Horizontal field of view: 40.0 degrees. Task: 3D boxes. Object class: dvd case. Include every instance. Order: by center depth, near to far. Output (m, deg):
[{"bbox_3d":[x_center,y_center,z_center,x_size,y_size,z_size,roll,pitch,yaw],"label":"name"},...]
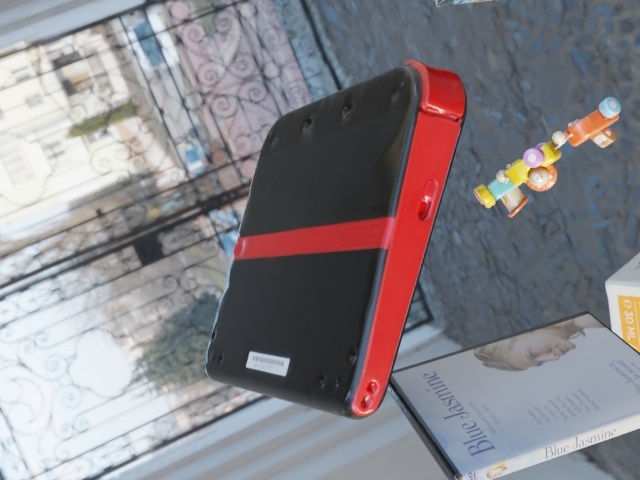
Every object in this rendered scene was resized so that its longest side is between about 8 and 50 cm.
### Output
[{"bbox_3d":[0.213,0.153,0.895,0.180,0.253,0.022,-127,25,-60],"label":"dvd case"}]

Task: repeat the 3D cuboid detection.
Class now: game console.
[{"bbox_3d":[0.000,0.000,0.930,0.387,0.060,0.341,-7,68,64],"label":"game console"}]

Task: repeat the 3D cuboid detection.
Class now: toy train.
[{"bbox_3d":[0.231,-0.076,0.890,0.046,0.125,0.166,56,145,5],"label":"toy train"}]

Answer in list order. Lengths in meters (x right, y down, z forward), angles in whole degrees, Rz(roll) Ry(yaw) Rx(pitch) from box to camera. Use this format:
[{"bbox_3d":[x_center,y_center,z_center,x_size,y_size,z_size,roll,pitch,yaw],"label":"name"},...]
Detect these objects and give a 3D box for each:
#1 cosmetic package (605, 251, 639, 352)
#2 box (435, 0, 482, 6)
[{"bbox_3d":[0.663,0.149,1.258,0.453,0.162,0.229,2,111,43],"label":"cosmetic package"},{"bbox_3d":[0.179,-0.392,1.021,0.044,0.159,0.233,141,115,-66],"label":"box"}]
